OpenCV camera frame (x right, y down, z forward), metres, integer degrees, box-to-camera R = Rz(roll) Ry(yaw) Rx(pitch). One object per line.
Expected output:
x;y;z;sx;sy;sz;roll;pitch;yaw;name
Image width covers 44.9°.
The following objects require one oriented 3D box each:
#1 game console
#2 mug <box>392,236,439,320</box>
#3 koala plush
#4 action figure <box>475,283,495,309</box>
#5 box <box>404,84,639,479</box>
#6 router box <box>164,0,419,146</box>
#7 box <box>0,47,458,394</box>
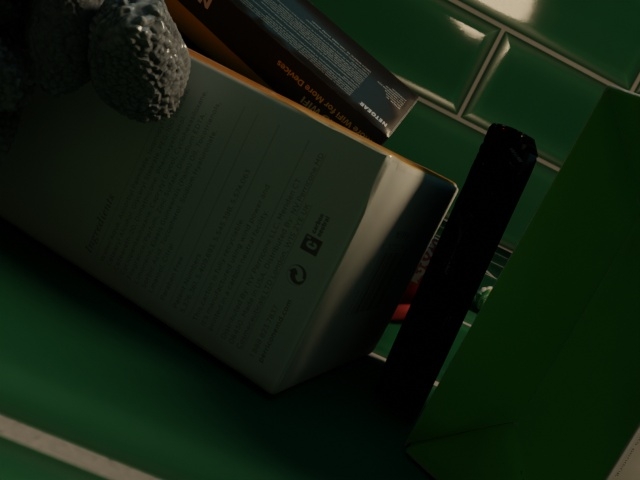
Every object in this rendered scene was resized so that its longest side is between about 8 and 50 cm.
0.130;-0.005;0.687;0.044;0.213;0.361;24;17;8;game console
0.071;0.037;0.869;0.169;0.150;0.113;28;-28;-15;mug
-0.205;-0.173;0.417;0.221;0.196;0.203;52;22;-70;koala plush
0.309;0.102;1.224;0.137;0.063;0.232;37;17;35;action figure
0.219;0.069;0.513;0.231;0.262;0.127;19;12;-43;box
-0.091;-0.158;0.800;0.309;0.243;0.081;40;50;-3;router box
-0.098;-0.054;0.610;0.345;0.168;0.215;29;9;18;box
